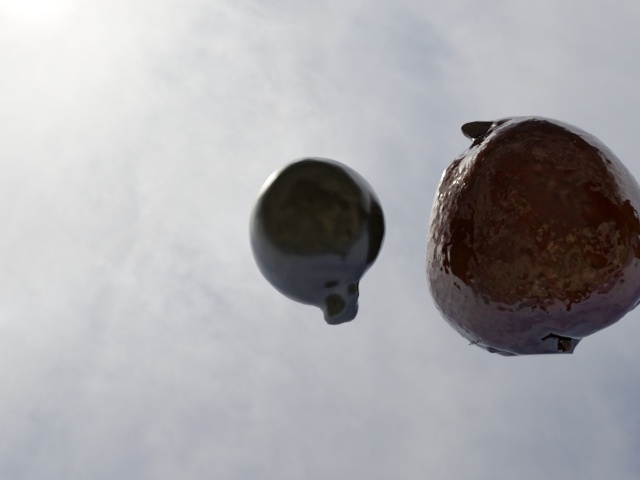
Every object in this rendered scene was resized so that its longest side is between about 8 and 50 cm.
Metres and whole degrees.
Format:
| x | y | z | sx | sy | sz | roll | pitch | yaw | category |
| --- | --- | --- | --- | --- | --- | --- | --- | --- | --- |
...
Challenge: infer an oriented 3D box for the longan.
| x | y | z | sx | sy | sz | roll | pitch | yaw | category |
| --- | --- | --- | --- | --- | --- | --- | --- | --- | --- |
| 0.000 | 0.000 | 0.848 | 0.159 | 0.185 | 0.204 | -10 | -100 | -29 | longan |

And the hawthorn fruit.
| x | y | z | sx | sy | sz | roll | pitch | yaw | category |
| --- | --- | --- | --- | --- | --- | --- | --- | --- | --- |
| 0.279 | -0.004 | 0.898 | 0.295 | 0.295 | 0.311 | 8 | -96 | 22 | hawthorn fruit |
